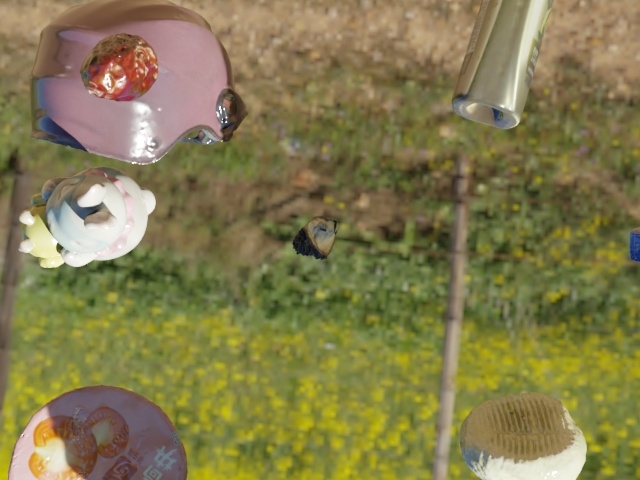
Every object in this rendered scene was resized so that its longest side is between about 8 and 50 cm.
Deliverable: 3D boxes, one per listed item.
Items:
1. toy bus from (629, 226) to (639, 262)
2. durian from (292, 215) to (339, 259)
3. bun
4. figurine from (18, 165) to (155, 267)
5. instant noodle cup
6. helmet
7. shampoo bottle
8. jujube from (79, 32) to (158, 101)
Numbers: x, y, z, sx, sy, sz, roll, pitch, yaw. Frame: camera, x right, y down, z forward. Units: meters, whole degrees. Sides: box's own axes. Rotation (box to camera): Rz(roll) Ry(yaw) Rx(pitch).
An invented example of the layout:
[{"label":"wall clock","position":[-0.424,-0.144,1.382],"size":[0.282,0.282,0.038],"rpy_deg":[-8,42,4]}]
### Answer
[{"label":"toy bus","position":[0.442,0.014,1.625],"size":[0.061,0.051,0.153],"rpy_deg":[-16,-162,-29]},{"label":"durian","position":[-0.009,-0.004,2.046],"size":[0.052,0.066,0.130],"rpy_deg":[4,178,23]},{"label":"bun","position":[0.183,0.191,1.224],"size":[0.115,0.115,0.069],"rpy_deg":[5,124,10]},{"label":"figurine","position":[-0.305,-0.031,1.705],"size":[0.155,0.127,0.235],"rpy_deg":[-4,-179,5]},{"label":"instant noodle cup","position":[-0.324,0.333,1.923],"size":[0.242,0.243,0.231],"rpy_deg":[10,168,-13]},{"label":"helmet","position":[-0.251,-0.238,1.846],"size":[0.271,0.197,0.338],"rpy_deg":[15,-152,34]},{"label":"shampoo bottle","position":[0.240,-0.311,1.586],"size":[0.084,0.350,0.125],"rpy_deg":[16,173,5]},{"label":"jujube","position":[-0.215,-0.181,1.433],"size":[0.077,0.077,0.129],"rpy_deg":[7,-166,1]}]
